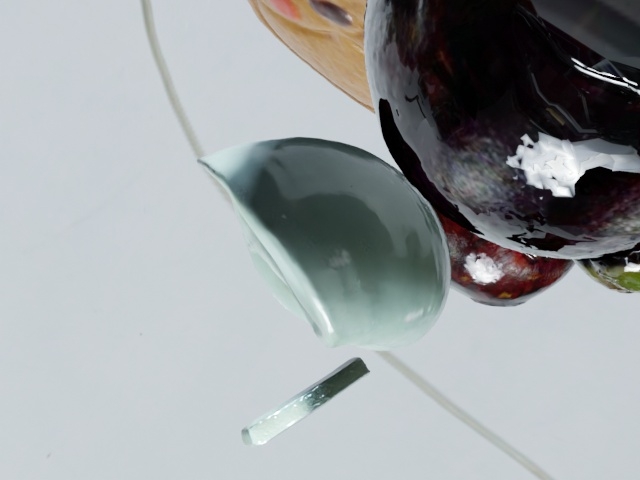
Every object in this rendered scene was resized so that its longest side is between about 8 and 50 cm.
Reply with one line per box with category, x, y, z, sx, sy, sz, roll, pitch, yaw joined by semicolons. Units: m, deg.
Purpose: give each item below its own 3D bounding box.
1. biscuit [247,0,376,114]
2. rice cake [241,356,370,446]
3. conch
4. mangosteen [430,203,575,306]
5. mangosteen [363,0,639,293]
biscuit;0.032;-0.259;1.369;0.350;0.455;0.078;34;75;26
rice cake;-0.018;0.194;1.567;0.180;0.042;0.030;-30;93;-27
conch;0.002;-0.005;0.841;0.185;0.221;0.121;27;89;-3
mangosteen;0.197;-0.028;1.443;0.210;0.210;0.209;1;86;-8
mangosteen;0.165;-0.108;0.659;0.288;0.233;0.287;1;71;-4
